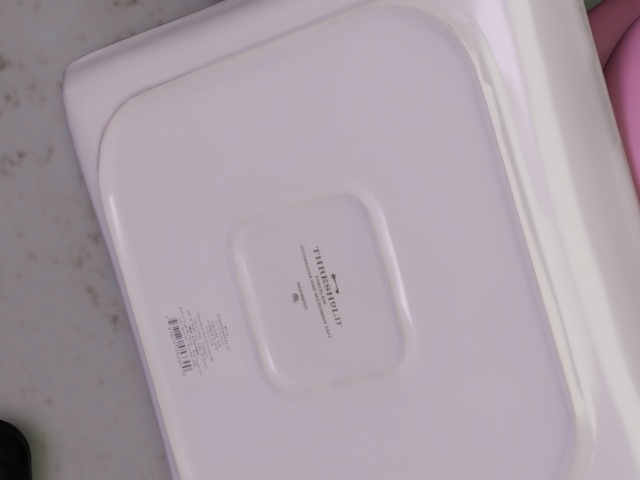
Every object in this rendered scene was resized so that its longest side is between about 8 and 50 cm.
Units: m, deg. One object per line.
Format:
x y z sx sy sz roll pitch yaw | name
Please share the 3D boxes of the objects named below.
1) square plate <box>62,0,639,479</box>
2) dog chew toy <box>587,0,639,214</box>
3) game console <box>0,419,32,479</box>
0.012 0.027 0.853 0.344 0.049 0.347 -16 90 37 | square plate
0.221 -0.051 0.833 0.207 0.332 0.206 0 89 -4 | dog chew toy
-0.278 0.243 0.833 0.293 0.250 0.173 -3 124 -22 | game console
